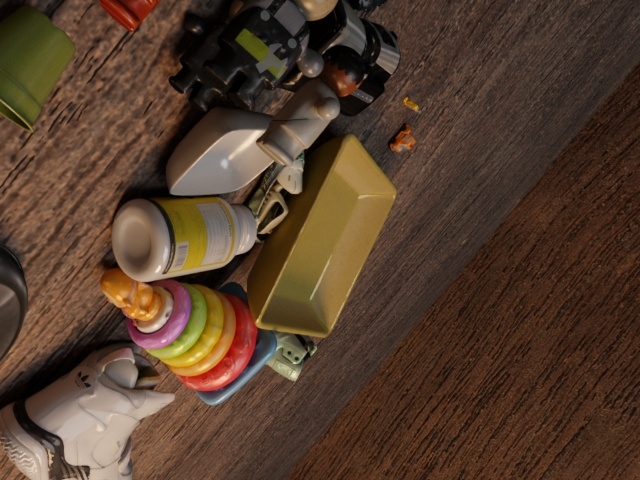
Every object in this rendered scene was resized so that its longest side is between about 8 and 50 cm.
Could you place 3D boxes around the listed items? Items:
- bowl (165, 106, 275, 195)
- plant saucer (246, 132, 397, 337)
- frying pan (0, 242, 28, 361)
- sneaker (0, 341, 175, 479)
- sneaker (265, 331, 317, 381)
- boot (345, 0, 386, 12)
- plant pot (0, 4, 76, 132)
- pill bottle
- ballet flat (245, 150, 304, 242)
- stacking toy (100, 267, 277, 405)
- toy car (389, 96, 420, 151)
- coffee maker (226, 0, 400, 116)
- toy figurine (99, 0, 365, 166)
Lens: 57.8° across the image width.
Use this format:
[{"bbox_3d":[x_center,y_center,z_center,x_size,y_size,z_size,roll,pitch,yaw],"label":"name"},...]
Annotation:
[{"bbox_3d":[-0.118,-0.115,0.726,0.142,0.053,0.142,-38,164,32],"label":"bowl"},{"bbox_3d":[0.000,0.000,1.038,0.333,0.080,0.333,-63,156,-2],"label":"plant saucer"},{"bbox_3d":[-0.411,0.130,0.553,0.326,0.053,0.197,-53,159,-37],"label":"frying pan"},{"bbox_3d":[-0.328,0.296,0.925,0.210,0.137,0.366,-38,151,-16],"label":"sneaker"},{"bbox_3d":[-0.121,0.238,1.179,0.255,0.151,0.094,-29,152,-35],"label":"sneaker"},{"bbox_3d":[0.083,-0.357,0.746,0.121,0.045,0.099,-32,150,-18],"label":"boot"},{"bbox_3d":[-0.247,-0.146,0.475,0.079,0.083,0.083,-56,159,-14],"label":"plant pot"},{"bbox_3d":[-0.172,-0.008,0.769,0.184,0.103,0.103,-10,136,-55],"label":"pill bottle"},{"bbox_3d":[-0.064,-0.076,0.902,0.070,0.070,0.188,-4,131,-58],"label":"ballet flat"},{"bbox_3d":[-0.216,0.117,0.859,0.165,0.175,0.302,-42,145,1],"label":"stacking toy"},{"bbox_3d":[0.162,-0.212,1.110,0.060,0.040,0.122,-43,156,-12],"label":"toy car"},{"bbox_3d":[-0.006,-0.228,0.729,0.171,0.120,0.178,-13,172,29],"label":"coffee maker"},{"bbox_3d":[-0.065,-0.193,0.539,0.148,0.209,0.213,-52,158,-5],"label":"toy figurine"}]
